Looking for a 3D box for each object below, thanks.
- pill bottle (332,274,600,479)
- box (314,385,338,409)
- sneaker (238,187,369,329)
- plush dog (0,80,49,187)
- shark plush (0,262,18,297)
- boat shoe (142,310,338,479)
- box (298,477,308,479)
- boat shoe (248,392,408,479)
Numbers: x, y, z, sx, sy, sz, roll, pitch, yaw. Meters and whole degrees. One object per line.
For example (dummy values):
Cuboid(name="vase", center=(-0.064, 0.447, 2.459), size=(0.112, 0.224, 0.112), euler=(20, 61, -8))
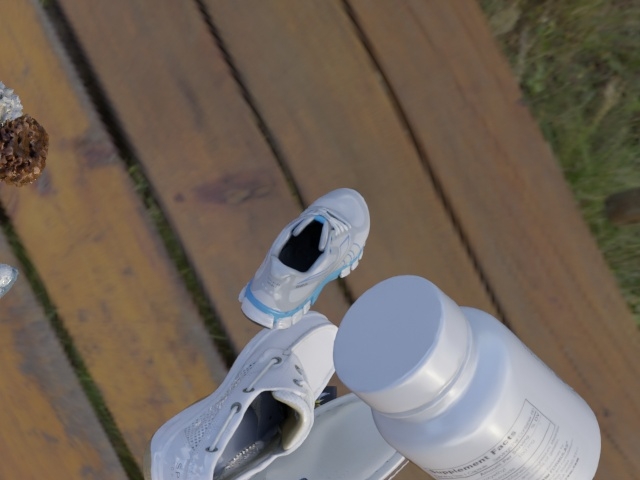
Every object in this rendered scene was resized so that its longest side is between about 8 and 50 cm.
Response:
Cuboid(name="pill bottle", center=(0.115, 0.127, 1.219), size=(0.229, 0.131, 0.131), euler=(41, 76, -40))
Cuboid(name="box", center=(0.000, 0.321, 1.904), size=(0.056, 0.231, 0.183), euler=(-4, 120, 6))
Cuboid(name="sneaker", center=(0.000, 0.000, 1.381), size=(0.071, 0.083, 0.190), euler=(30, 43, 7))
Cuboid(name="plush dog", center=(-0.369, -0.079, 1.344), size=(0.262, 0.225, 0.210), euler=(12, 75, -31))
Cuboid(name="shark plush", center=(-0.328, 0.082, 1.360), size=(0.067, 0.073, 0.161), euler=(9, 117, -39))
Cuboid(name="boat shoe", center=(-0.046, 0.162, 1.451), size=(0.277, 0.096, 0.098), euler=(-43, 125, -42))
Cuboid(name="box", center=(-0.032, 0.266, 1.003), size=(0.158, 0.093, 0.156), euler=(-32, 70, -6))
Cuboid(name="boat shoe", center=(-0.009, 0.281, 1.716), size=(0.324, 0.097, 0.116), euler=(-38, 55, 4))
